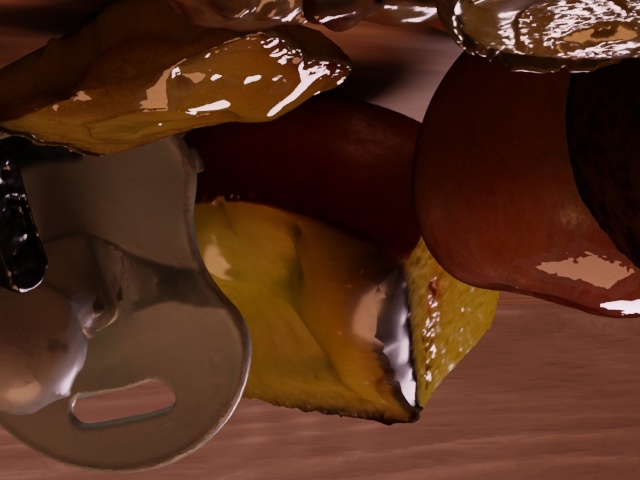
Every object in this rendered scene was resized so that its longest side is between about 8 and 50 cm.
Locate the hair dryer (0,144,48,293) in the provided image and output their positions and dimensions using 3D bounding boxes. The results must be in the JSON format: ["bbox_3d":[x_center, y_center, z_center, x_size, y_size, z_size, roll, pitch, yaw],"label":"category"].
[{"bbox_3d":[-0.353,-0.016,1.201,0.244,0.116,0.302,19,-150,39],"label":"hair dryer"}]

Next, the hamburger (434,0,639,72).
[{"bbox_3d":[0.116,-0.160,0.795,0.211,0.132,0.309,-4,172,7],"label":"hamburger"}]

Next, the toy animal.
[{"bbox_3d":[0.037,-0.157,1.020,0.312,0.097,0.157,-1,-175,-34],"label":"toy animal"}]

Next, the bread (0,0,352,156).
[{"bbox_3d":[-0.104,-0.118,1.228,0.233,0.088,0.161,-10,176,25],"label":"bread"}]

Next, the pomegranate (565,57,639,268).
[{"bbox_3d":[0.282,-0.029,1.084,0.285,0.341,0.285,-1,-152,1],"label":"pomegranate"}]

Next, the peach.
[{"bbox_3d":[0.000,0.000,1.569,0.380,0.242,0.306,4,139,47],"label":"peach"}]

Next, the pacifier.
[{"bbox_3d":[-0.216,0.049,1.387,0.288,0.343,0.269,-14,-166,17],"label":"pacifier"}]

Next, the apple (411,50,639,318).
[{"bbox_3d":[0.188,-0.064,1.319,0.253,0.253,0.253,-3,173,0],"label":"apple"}]
